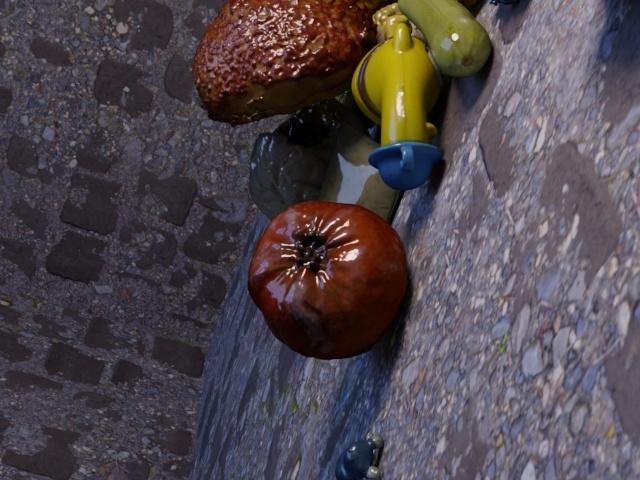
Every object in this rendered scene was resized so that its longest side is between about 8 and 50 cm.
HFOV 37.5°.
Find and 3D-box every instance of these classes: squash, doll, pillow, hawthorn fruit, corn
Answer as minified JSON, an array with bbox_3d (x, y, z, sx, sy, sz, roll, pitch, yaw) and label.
[{"bbox_3d":[0.180,-0.308,1.360,0.250,0.083,0.083,-109,36,-54],"label":"squash"},{"bbox_3d":[0.120,-0.221,1.439,0.363,0.145,0.199,-90,-6,-50],"label":"doll"},{"bbox_3d":[0.050,0.293,1.248,0.083,0.050,0.076,116,171,-50],"label":"doll"},{"bbox_3d":[0.044,-0.035,1.619,0.185,0.075,0.302,37,115,42],"label":"pillow"},{"bbox_3d":[0.021,0.076,1.388,0.272,0.241,0.242,63,-145,-57],"label":"hawthorn fruit"},{"bbox_3d":[0.112,-0.323,1.790,0.305,0.122,0.123,120,136,-61],"label":"corn"}]

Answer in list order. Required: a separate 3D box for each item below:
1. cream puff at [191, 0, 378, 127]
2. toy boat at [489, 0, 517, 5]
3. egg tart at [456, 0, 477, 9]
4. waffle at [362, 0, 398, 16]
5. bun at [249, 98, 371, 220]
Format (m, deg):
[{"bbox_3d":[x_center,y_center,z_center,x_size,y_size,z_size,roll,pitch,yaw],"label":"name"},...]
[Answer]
[{"bbox_3d":[-0.063,-0.335,1.611,0.350,0.350,0.229,-116,9,-76],"label":"cream puff"},{"bbox_3d":[0.240,-0.343,1.251,0.137,0.060,0.061,-131,34,-72],"label":"toy boat"},{"bbox_3d":[0.220,-0.516,1.463,0.341,0.129,0.341,-161,90,-81],"label":"egg tart"},{"bbox_3d":[0.118,-0.459,1.825,0.301,0.058,0.281,-52,-8,26],"label":"waffle"},{"bbox_3d":[0.001,-0.131,1.794,0.281,0.204,0.282,-40,-38,-41],"label":"bun"}]
